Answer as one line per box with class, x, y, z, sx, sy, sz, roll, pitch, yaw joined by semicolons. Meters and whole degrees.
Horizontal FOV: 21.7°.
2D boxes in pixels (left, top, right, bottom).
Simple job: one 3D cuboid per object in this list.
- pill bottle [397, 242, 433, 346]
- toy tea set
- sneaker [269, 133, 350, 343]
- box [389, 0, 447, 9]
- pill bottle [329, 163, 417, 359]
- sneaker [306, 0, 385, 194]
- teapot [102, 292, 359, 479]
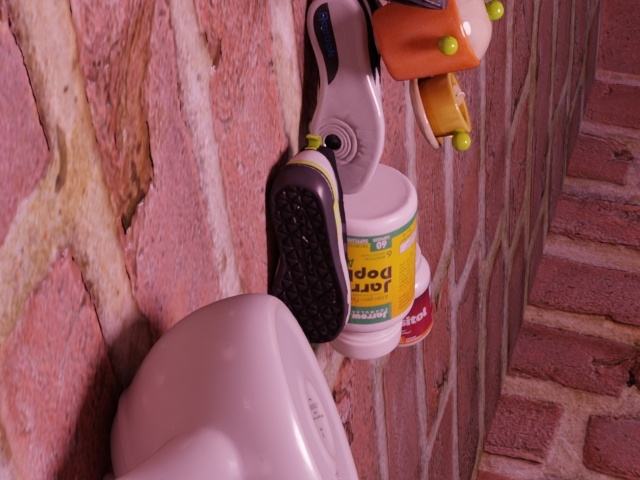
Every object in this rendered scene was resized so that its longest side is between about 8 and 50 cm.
pill bottle;0.099;0.062;2.133;0.152;0.086;0.086;80;25;-52
toy tea set;0.124;-0.268;1.719;0.200;0.124;0.336;50;27;-58
sneaker;0.000;0.000;1.712;0.097;0.084;0.235;-65;161;-50
box;0.067;-0.360;1.400;0.242;0.076;0.308;-1;102;-70
pill bottle;0.047;0.027;1.846;0.118;0.117;0.208;-63;159;-47
sneaker;0.041;-0.166;1.730;0.121;0.079;0.217;-52;143;-61
teapot;-0.084;0.173;1.344;0.252;0.187;0.256;-103;169;-47
